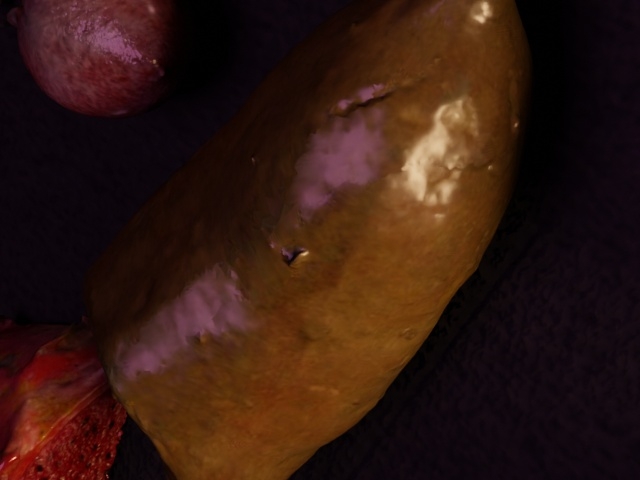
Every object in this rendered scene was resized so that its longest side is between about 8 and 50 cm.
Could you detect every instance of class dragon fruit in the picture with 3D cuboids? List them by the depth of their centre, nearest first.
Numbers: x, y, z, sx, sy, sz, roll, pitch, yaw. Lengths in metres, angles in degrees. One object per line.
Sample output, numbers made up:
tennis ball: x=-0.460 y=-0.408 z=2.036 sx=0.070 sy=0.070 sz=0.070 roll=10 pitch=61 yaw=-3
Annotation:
dragon fruit: x=-0.244 y=0.162 z=0.857 sx=0.161 sy=0.126 sz=0.274 roll=35 pitch=119 yaw=27

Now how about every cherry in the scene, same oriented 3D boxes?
cherry: x=-0.150 y=-0.143 z=0.748 sx=0.225 sy=0.090 sz=0.107 roll=36 pitch=132 yaw=37

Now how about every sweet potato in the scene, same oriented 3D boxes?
sweet potato: x=0.000 y=0.000 z=0.624 sx=0.370 sy=0.158 sz=0.158 roll=-46 pitch=71 yaw=28
